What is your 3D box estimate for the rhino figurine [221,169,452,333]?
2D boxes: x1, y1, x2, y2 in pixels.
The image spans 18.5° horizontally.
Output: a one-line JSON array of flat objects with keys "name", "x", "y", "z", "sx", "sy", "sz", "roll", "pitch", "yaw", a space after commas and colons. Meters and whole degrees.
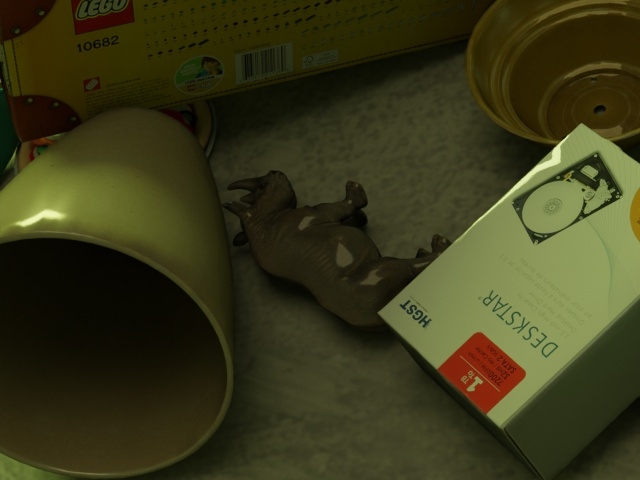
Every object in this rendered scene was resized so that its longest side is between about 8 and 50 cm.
[{"name": "rhino figurine", "x": 0.000, "y": 0.000, "z": 1.694, "sx": 0.243, "sy": 0.073, "sz": 0.106, "roll": 32, "pitch": 64, "yaw": 35}]

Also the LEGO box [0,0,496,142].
[{"name": "LEGO box", "x": -0.094, "y": -0.333, "z": 1.831, "sx": 0.500, "sy": 0.193, "sz": 0.372, "roll": -14, "pitch": 51, "yaw": -13}]

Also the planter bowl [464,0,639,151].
[{"name": "planter bowl", "x": 0.240, "y": -0.139, "z": 1.717, "sx": 0.217, "sy": 0.090, "sz": 0.217, "roll": -8, "pitch": 50, "yaw": 10}]

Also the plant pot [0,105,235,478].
[{"name": "plant pot", "x": -0.179, "y": 0.015, "z": 1.650, "sx": 0.256, "sy": 0.256, "sz": 0.274, "roll": -6, "pitch": 36, "yaw": 12}]

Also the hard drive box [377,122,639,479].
[{"name": "hard drive box", "x": 0.193, "y": 0.046, "z": 1.548, "sx": 0.232, "sy": 0.089, "sz": 0.181, "roll": -44, "pitch": 44, "yaw": -5}]

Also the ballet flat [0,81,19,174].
[{"name": "ballet flat", "x": -0.379, "y": -0.039, "z": 1.830, "sx": 0.096, "sy": 0.095, "sz": 0.280, "roll": 4, "pitch": 54, "yaw": 35}]

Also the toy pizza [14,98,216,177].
[{"name": "toy pizza", "x": -0.197, "y": -0.098, "z": 1.855, "sx": 0.201, "sy": 0.032, "sz": 0.201, "roll": -8, "pitch": 51, "yaw": 10}]
